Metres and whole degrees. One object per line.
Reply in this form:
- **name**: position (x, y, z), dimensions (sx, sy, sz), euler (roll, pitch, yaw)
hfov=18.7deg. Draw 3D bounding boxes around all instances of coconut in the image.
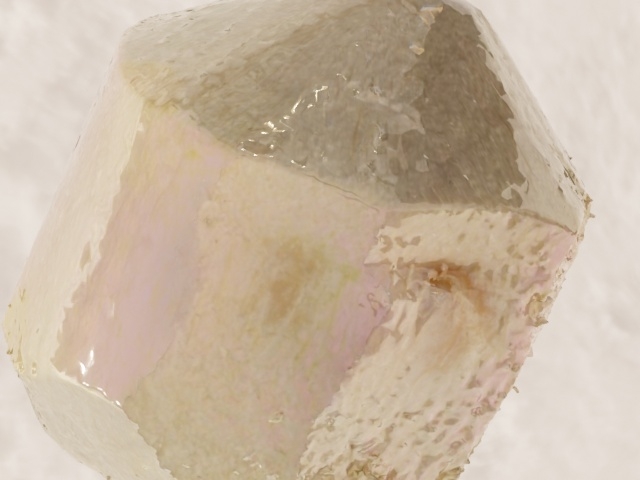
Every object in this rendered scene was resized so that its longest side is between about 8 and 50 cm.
- **coconut**: position (0.000, 0.000, 1.054), dimensions (0.297, 0.297, 0.309), euler (29, 113, 12)
